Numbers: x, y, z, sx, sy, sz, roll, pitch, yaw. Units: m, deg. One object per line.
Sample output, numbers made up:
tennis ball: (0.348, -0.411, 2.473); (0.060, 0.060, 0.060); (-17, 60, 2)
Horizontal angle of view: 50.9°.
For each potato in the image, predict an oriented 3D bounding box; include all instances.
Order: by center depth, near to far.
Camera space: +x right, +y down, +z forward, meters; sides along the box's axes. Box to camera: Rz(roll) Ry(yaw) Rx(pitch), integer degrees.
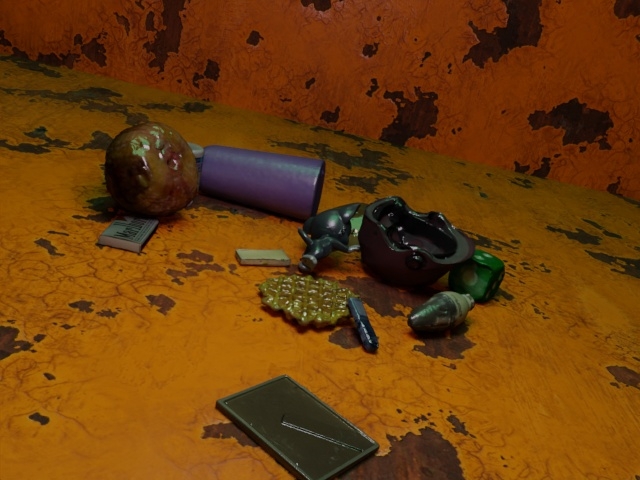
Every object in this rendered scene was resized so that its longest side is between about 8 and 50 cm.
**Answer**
potato: (0.126, -0.055, 2.222); (0.299, 0.116, 0.239); (4, 28, -19)

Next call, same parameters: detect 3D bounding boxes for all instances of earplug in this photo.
earplug: (-0.219, -0.207, 2.272); (0.456, 0.215, 0.215); (11, 22, 5)

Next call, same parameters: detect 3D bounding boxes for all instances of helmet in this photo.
helmet: (0.260, 0.028, 1.980); (0.338, 0.197, 0.271); (26, 33, 6)

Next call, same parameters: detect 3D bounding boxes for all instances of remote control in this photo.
remote control: (0.106, 0.203, 1.626); (0.044, 0.027, 0.152); (11, 40, -34)

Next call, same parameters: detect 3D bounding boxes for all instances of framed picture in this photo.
framed picture: (-0.042, 0.350, 1.268); (0.265, 0.018, 0.192); (30, 27, 35)

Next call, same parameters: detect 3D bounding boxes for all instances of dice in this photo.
dice: (0.468, 0.103, 2.011); (0.131, 0.128, 0.120); (26, 23, 32)

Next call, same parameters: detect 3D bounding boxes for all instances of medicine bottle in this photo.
medicine bottle: (-0.435, -0.210, 2.143); (0.107, 0.191, 0.107); (12, 22, -5)

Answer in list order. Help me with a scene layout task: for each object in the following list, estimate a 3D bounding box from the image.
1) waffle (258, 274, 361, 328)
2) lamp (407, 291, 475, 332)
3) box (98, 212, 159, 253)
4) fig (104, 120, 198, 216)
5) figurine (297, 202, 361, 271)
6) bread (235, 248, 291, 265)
waffle: (-0.034, 0.146, 1.707); (0.243, 0.058, 0.238); (-8, 30, -40)
lamp: (0.316, 0.188, 1.759); (0.250, 0.101, 0.101); (-15, 35, -38)
box: (-0.525, -0.024, 1.853); (0.115, 0.035, 0.177); (12, 23, -3)
fig: (-0.539, -0.184, 2.014); (0.286, 0.286, 0.369); (-7, -8, -41)
figurine: (-0.004, -0.002, 1.932); (0.193, 0.140, 0.265); (-19, 5, 38)
bread: (-0.164, 0.049, 1.902); (0.154, 0.028, 0.068); (2, 25, -25)
